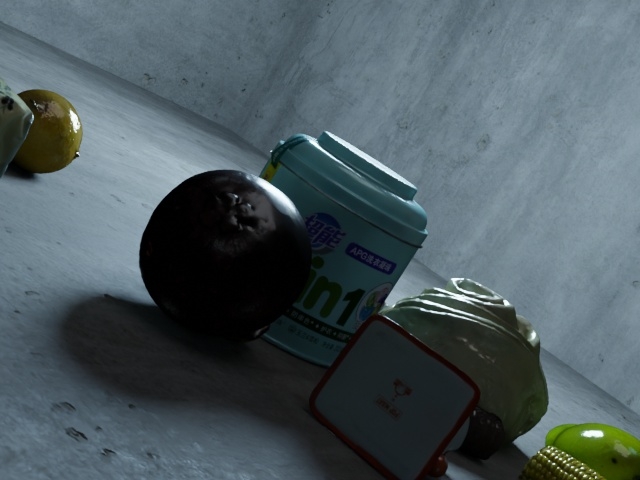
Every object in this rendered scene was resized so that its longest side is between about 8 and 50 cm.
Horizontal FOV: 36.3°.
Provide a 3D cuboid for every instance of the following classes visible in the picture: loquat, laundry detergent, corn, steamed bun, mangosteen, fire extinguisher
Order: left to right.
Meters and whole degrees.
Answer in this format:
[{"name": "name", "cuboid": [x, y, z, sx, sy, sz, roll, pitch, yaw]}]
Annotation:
[{"name": "loquat", "cuboid": [-0.445, -0.172, 1.557, 0.141, 0.141, 0.141, 31, 8, -5]}, {"name": "mangosteen", "cuboid": [-0.128, 0.032, 1.312, 0.228, 0.228, 0.265, 34, -30, 13]}, {"name": "laundry detergent", "cuboid": [0.000, 0.000, 1.562, 0.287, 0.305, 0.287, 31, 8, -5]}, {"name": "fire extinguisher", "cuboid": [0.162, 0.246, 1.468, 0.267, 0.072, 0.089, 29, -26, -20]}, {"name": "steamed bun", "cuboid": [0.266, 0.192, 1.705, 0.324, 0.219, 0.310, 25, 10, -42]}, {"name": "corn", "cuboid": [0.409, 0.399, 1.443, 0.244, 0.093, 0.093, 34, 8, 32]}]

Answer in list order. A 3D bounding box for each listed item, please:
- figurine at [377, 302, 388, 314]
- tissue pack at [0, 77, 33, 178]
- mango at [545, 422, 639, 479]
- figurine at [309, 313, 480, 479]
[{"name": "figurine", "cuboid": [0.077, 0.066, 1.763, 0.197, 0.147, 0.093, 60, -24, -16]}, {"name": "tissue pack", "cuboid": [-0.549, -0.186, 0.972, 0.332, 0.205, 0.405, 42, 13, 36]}, {"name": "mango", "cuboid": [0.464, 0.378, 1.649, 0.175, 0.143, 0.293, 26, -2, -2]}, {"name": "figurine", "cuboid": [0.128, 0.226, 1.309, 0.183, 0.160, 0.226, 36, 0, 27]}]
